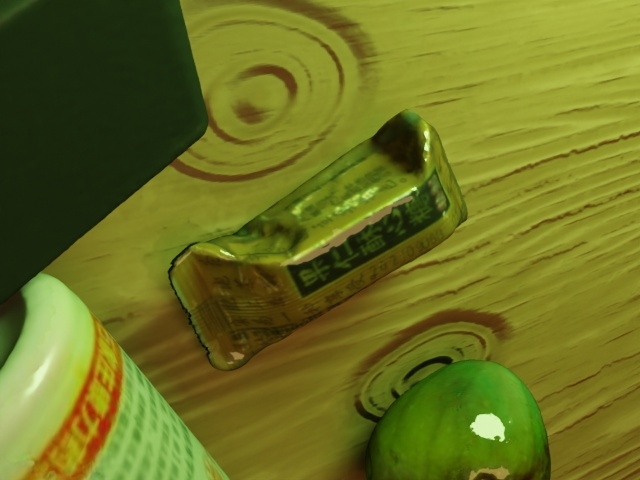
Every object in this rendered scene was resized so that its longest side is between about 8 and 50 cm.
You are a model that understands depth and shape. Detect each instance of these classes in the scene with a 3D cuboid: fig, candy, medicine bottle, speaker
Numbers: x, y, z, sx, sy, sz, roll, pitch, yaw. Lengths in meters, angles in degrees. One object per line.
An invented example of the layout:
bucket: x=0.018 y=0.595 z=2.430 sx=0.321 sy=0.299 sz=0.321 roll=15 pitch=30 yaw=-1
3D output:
fig: x=0.146 y=0.214 z=0.776 sx=0.181 sy=0.181 sz=0.191 roll=51 pitch=55 yaw=-35
candy: x=0.000 y=0.000 z=0.643 sx=0.271 sy=0.101 sz=0.143 roll=-33 pitch=128 yaw=-9
medicine bottle: x=-0.171 y=0.226 z=0.549 sx=0.219 sy=0.219 sz=0.388 roll=-37 pitch=124 yaw=-14
speaker: x=-0.266 y=-0.050 z=0.425 sx=0.388 sy=0.184 sz=0.180 roll=-44 pitch=153 yaw=-24
